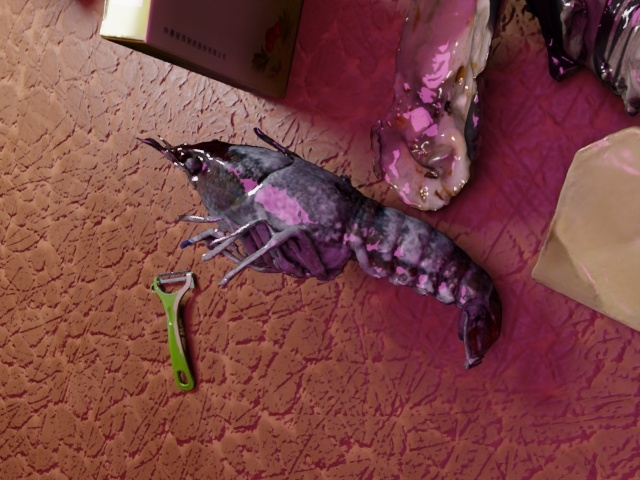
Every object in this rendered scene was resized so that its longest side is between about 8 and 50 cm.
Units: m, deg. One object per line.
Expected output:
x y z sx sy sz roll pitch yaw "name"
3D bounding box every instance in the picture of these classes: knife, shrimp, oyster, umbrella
-0.201 0.127 0.803 0.078 0.023 0.166 -9 86 31 "knife"
-0.002 -0.005 0.611 0.411 0.221 0.166 16 121 12 "shrimp"
0.132 -0.180 0.560 0.129 0.079 0.345 43 135 40 "oyster"
0.207 -0.263 0.559 0.106 0.113 0.357 -33 69 -6 "umbrella"

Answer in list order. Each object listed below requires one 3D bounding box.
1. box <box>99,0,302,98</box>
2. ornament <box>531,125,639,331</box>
-0.107 -0.266 0.620 0.062 0.260 0.175 14 97 24 "box"
0.286 0.008 0.551 0.180 0.059 0.201 -29 80 35 "ornament"
